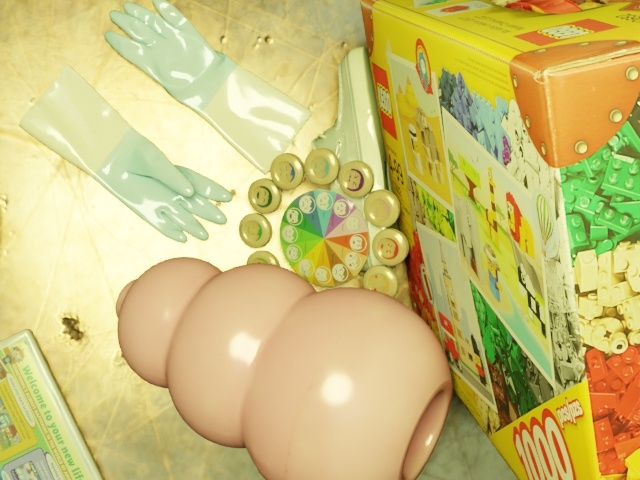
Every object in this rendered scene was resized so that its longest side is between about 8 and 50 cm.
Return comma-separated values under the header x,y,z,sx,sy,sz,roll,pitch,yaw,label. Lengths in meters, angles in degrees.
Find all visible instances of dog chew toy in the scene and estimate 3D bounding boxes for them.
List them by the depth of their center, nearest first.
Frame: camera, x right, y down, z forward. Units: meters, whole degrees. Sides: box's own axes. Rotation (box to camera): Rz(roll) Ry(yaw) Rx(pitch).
x,y,z,sx,sy,sz,roll,pitch,yaw,label
-0.049,0.116,1.104,0.332,0.206,0.207,22,86,21,dog chew toy

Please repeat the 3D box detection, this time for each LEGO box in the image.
x,y,z,sx,sy,sz,roll,pitch,yaw,label
0.202,-0.014,0.947,0.193,0.500,0.372,-13,108,-6,LEGO box

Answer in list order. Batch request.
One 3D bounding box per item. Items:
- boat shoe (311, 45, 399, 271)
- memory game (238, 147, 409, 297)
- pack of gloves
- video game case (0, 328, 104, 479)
x,y,z,sx,sy,sz,roll,pitch,yaw,label
0.028,-0.079,1.186,0.081,0.079,0.227,-6,88,16,boat shoe
0.000,0.000,1.167,0.186,0.012,0.186,6,103,24,memory game
-0.155,-0.125,1.191,0.232,0.046,0.195,37,86,-3,pack of gloves
-0.332,0.224,1.172,0.193,0.023,0.212,-26,89,-5,video game case
